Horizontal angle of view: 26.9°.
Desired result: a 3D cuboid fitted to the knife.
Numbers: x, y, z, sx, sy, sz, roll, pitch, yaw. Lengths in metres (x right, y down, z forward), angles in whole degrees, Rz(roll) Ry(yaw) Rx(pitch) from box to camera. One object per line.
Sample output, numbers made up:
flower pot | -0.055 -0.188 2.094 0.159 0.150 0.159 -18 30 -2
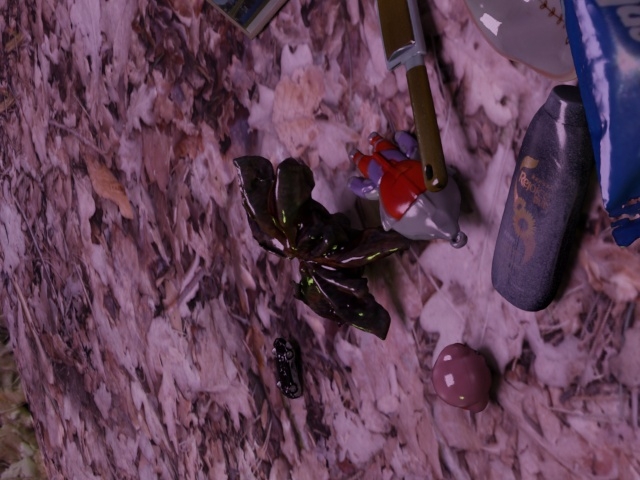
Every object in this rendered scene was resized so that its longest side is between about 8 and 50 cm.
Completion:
knife | 0.090 -0.212 1.485 0.061 0.027 0.343 -27 66 48

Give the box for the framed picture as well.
framed picture | -0.101 -0.337 1.781 0.109 0.011 0.149 40 149 -8

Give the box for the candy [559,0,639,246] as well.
candy | 0.278 -0.176 1.080 0.077 0.187 0.331 88 167 -79

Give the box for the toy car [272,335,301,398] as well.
toy car | -0.047 0.180 1.905 0.041 0.025 0.093 16 116 56

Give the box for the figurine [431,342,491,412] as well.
figurine | 0.159 0.155 1.496 0.083 0.067 0.071 59 169 4

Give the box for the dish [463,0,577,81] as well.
dish | 0.207 -0.264 1.232 0.229 0.081 0.229 46 155 29

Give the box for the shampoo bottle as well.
shampoo bottle | 0.224 -0.041 1.332 0.087 0.049 0.234 45 136 42

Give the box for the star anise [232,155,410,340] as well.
star anise | -0.002 -0.001 1.628 0.283 0.129 0.212 42 167 0

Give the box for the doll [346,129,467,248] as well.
doll | 0.101 -0.054 1.504 0.075 0.102 0.227 44 -179 -43
